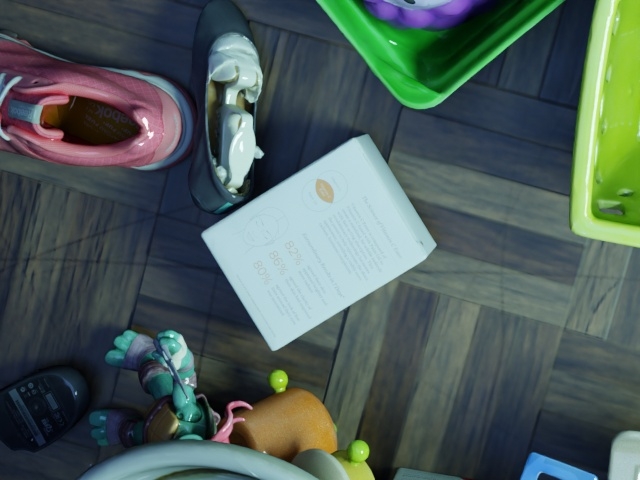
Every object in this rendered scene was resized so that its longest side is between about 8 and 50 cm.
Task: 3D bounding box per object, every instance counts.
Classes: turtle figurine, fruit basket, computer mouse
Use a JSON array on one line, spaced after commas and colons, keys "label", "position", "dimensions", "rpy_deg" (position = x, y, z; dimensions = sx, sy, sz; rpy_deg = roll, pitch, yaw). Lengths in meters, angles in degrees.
[{"label": "turtle figurine", "position": [-0.151, 0.169, 1.791], "dimensions": [0.118, 0.234, 0.175], "rpy_deg": [31, 91, -21]}, {"label": "fruit basket", "position": [0.114, -0.306, 1.603], "dimensions": [0.392, 0.392, 0.283], "rpy_deg": [-39, 90, 10]}, {"label": "computer mouse", "position": [-0.324, 0.187, 1.922], "dimensions": [0.242, 0.041, 0.071], "rpy_deg": [-26, 94, 17]}]

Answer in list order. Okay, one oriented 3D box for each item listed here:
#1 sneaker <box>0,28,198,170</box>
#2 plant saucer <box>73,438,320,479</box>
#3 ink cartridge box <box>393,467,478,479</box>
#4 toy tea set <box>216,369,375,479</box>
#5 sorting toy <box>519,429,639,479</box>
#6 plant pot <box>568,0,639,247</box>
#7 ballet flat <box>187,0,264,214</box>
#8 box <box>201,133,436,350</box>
[{"label": "sneaker", "position": [-0.274, -0.133, 1.822], "dimensions": [0.314, 0.136, 0.116], "rpy_deg": [9, 97, 7]}, {"label": "plant saucer", "position": [-0.061, 0.340, 1.724], "dimensions": [0.400, 0.100, 0.400], "rpy_deg": [9, 114, 22]}, {"label": "ink cartridge box", "position": [0.118, 0.269, 1.792], "dimensions": [0.127, 0.175, 0.072], "rpy_deg": [9, 98, 7]}, {"label": "toy tea set", "position": [-0.020, 0.293, 1.851], "dimensions": [0.200, 0.124, 0.336], "rpy_deg": [36, 123, 38]}, {"label": "sorting toy", "position": [0.331, 0.266, 1.682], "dimensions": [0.347, 0.047, 0.196], "rpy_deg": [6, 91, 7]}, {"label": "plant pot", "position": [0.338, -0.121, 1.690], "dimensions": [0.227, 0.207, 0.228], "rpy_deg": [8, 107, 8]}, {"label": "ballet flat", "position": [-0.081, -0.125, 1.813], "dimensions": [0.074, 0.074, 0.203], "rpy_deg": [3, 85, 8]}, {"label": "box", "position": [0.000, 0.000, 1.821], "dimensions": [0.170, 0.091, 0.130], "rpy_deg": [-31, 90, 11]}]
